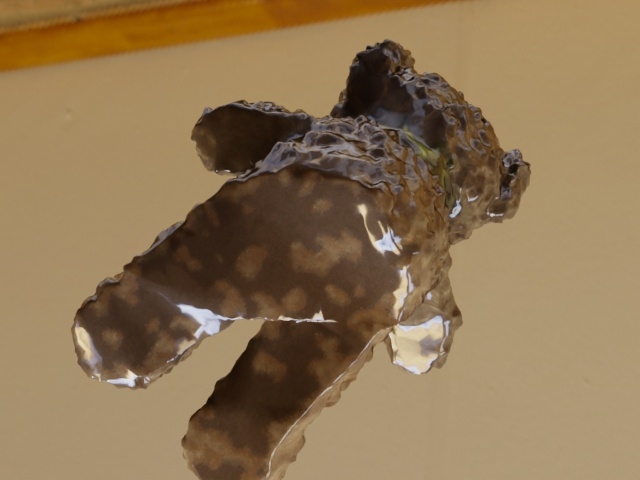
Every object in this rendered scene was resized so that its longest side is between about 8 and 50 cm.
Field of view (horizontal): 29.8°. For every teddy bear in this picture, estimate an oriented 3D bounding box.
[{"bbox_3d":[-0.006,0.007,0.845,0.246,0.222,0.296,44,-77,3],"label":"teddy bear"}]
